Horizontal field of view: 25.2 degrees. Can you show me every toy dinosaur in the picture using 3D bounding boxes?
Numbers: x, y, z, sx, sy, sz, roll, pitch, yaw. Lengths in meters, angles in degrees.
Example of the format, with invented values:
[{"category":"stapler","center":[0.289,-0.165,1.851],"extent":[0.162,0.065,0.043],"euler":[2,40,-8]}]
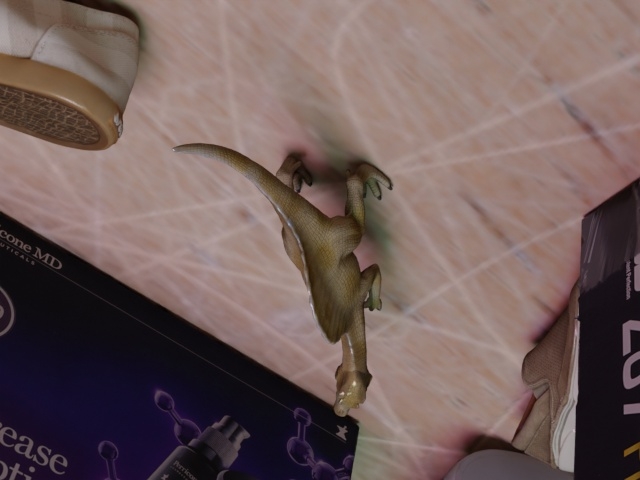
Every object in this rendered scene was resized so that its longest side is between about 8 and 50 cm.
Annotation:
[{"category":"toy dinosaur","center":[0.000,0.000,0.661],"extent":[0.053,0.093,0.183],"euler":[-12,128,20]}]

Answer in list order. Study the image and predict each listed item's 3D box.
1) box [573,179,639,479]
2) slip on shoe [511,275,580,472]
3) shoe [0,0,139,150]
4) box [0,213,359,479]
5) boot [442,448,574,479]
[{"category":"box","center":[0.270,0.182,0.619],"extent":[0.395,0.318,0.097],"euler":[38,126,-20]},{"category":"slip on shoe","center":[0.123,0.067,0.729],"extent":[0.041,0.051,0.135],"euler":[13,139,15]},{"category":"shoe","center":[-0.186,-0.098,0.643],"extent":[0.219,0.058,0.076],"euler":[16,163,2]},{"category":"box","center":[-0.121,0.122,0.732],"extent":[0.261,0.184,0.103],"euler":[32,126,-17]},{"category":"boot","center":[0.154,0.223,0.830],"extent":[0.258,0.095,0.123],"euler":[33,137,-9]}]
